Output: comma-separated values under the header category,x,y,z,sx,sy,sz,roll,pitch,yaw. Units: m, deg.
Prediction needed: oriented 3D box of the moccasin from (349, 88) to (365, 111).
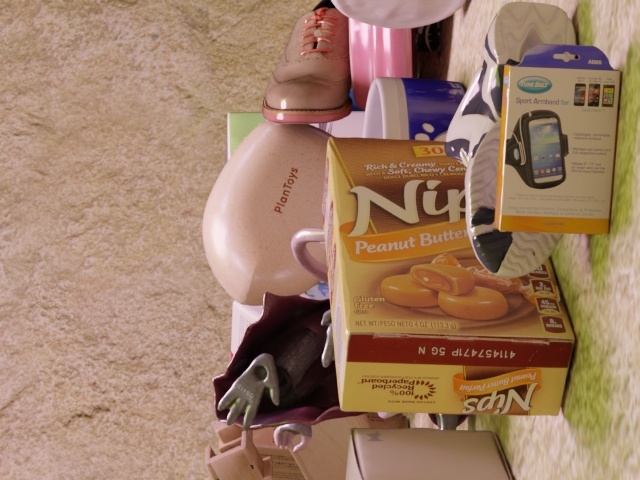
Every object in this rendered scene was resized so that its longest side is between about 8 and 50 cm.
category,x,y,z,sx,sy,sz,roll,pitch,yaw
moccasin,0.079,-0.261,2.246,0.342,0.137,0.117,153,125,-69

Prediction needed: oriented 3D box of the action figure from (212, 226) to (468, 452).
category,x,y,z,sx,sy,sz,roll,pitch,yaw
action figure,0.037,0.125,1.572,0.370,0.248,0.276,7,-91,-61

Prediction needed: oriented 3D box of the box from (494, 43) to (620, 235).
category,x,y,z,sx,sy,sz,roll,pitch,yaw
box,0.171,-0.073,1.033,0.028,0.081,0.136,-114,26,-82

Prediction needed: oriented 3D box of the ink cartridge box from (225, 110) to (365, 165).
category,x,y,z,sx,sy,sz,roll,pitch,yaw
ink cartridge box,-0.014,-0.119,2.280,0.198,0.272,0.115,104,165,-71

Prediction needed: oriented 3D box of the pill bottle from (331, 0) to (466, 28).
category,x,y,z,sx,sy,sz,roll,pitch,yaw
pill bottle,0.091,-0.418,1.683,0.169,0.169,0.302,103,169,-68

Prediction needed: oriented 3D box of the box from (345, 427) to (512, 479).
category,x,y,z,sx,sy,sz,roll,pitch,yaw
box,0.098,0.313,1.391,0.127,0.148,0.232,-100,12,-71

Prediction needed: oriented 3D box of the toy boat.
category,x,y,z,sx,sy,sz,roll,pitch,yaw
toy boat,0.000,0.000,1.903,0.267,0.318,0.148,-63,0,-21

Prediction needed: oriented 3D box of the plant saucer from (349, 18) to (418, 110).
category,x,y,z,sx,sy,sz,roll,pitch,yaw
plant saucer,0.087,-0.306,1.918,0.332,0.084,0.332,1,-90,-85

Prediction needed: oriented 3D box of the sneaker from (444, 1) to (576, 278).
category,x,y,z,sx,sy,sz,roll,pitch,yaw
sneaker,0.155,-0.062,1.177,0.153,0.094,0.235,99,172,-68

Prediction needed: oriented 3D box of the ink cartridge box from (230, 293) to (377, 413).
category,x,y,z,sx,sy,sz,roll,pitch,yaw
ink cartridge box,-0.012,0.214,2.221,0.273,0.114,0.197,31,129,38

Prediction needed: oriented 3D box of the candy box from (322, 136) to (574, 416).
category,x,y,z,sx,sy,sz,roll,pitch,yaw
candy box,0.100,0.022,1.256,0.316,0.182,0.088,-95,8,-56

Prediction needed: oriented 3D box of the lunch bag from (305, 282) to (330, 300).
category,x,y,z,sx,sy,sz,roll,pitch,yaw
lunch bag,0.012,0.153,2.437,0.219,0.176,0.090,-94,7,-62

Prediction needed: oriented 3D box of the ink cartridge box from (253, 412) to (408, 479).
category,x,y,z,sx,sy,sz,roll,pitch,yaw
ink cartridge box,0.003,0.338,2.068,0.088,0.234,0.193,-86,1,-49

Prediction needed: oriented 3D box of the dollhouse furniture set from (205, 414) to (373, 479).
category,x,y,z,sx,sy,sz,roll,pitch,yaw
dollhouse furniture set,0.008,0.237,1.991,0.355,0.303,0.174,-97,-18,-69

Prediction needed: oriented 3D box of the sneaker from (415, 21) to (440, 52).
category,x,y,z,sx,sy,sz,roll,pitch,yaw
sneaker,0.139,-0.296,1.844,0.109,0.040,0.044,98,175,-51

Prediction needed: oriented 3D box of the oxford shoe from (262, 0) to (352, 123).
category,x,y,z,sx,sy,sz,roll,pitch,yaw
oxford shoe,-0.013,-0.247,1.937,0.348,0.123,0.130,-77,-11,-67

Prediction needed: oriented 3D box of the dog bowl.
category,x,y,z,sx,sy,sz,roll,pitch,yaw
dog bowl,0.110,-0.062,1.703,0.265,0.104,0.265,-179,90,-86
